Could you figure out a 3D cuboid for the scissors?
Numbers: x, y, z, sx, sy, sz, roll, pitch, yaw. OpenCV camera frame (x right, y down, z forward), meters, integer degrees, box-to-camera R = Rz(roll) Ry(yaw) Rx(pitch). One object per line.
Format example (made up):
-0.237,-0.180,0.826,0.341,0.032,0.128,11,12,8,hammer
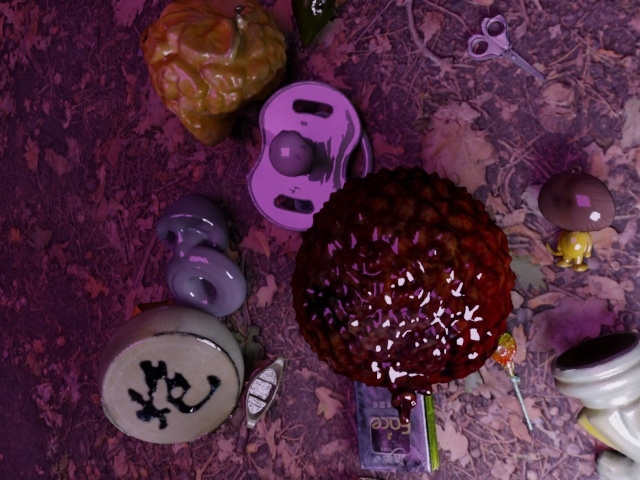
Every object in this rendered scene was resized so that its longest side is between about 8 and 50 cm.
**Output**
0.380,-0.373,1.311,0.189,0.015,0.100,47,110,24,scissors

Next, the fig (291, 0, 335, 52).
-0.019,-0.532,1.527,0.117,0.117,0.178,14,112,32,fig

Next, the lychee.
0.148,0.097,1.222,0.424,0.424,0.500,-13,56,32,lychee

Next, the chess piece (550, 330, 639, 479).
0.535,0.321,1.131,0.175,0.175,0.298,-26,88,30,chess piece

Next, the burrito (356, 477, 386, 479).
0.099,0.610,1.421,0.347,0.107,0.175,-33,85,30,burrito

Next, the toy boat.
-0.143,0.362,1.587,0.185,0.089,0.071,-65,21,-8,toy boat

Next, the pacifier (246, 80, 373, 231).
-0.031,-0.182,1.435,0.288,0.269,0.344,10,98,8,pacifier

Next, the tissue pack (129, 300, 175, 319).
-0.455,0.328,1.763,0.194,0.145,0.275,38,108,30,tissue pack

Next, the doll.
0.465,-0.045,1.210,0.145,0.096,0.188,46,139,41,doll

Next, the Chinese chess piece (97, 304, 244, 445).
-0.359,0.329,1.583,0.349,0.349,0.146,-62,21,16,Chinese chess piece

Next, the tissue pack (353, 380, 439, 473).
0.158,0.371,1.401,0.173,0.073,0.236,-7,83,33,tissue pack

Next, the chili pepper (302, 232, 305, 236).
-0.003,0.007,1.542,0.118,0.035,0.055,30,92,40,chili pepper

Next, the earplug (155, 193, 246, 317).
-0.300,0.040,1.665,0.214,0.175,0.326,-17,89,27,earplug

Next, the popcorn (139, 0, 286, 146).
-0.249,-0.406,1.571,0.349,0.349,0.382,41,149,27,popcorn

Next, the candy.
0.378,0.275,1.281,0.060,0.060,0.201,-22,84,31,candy
